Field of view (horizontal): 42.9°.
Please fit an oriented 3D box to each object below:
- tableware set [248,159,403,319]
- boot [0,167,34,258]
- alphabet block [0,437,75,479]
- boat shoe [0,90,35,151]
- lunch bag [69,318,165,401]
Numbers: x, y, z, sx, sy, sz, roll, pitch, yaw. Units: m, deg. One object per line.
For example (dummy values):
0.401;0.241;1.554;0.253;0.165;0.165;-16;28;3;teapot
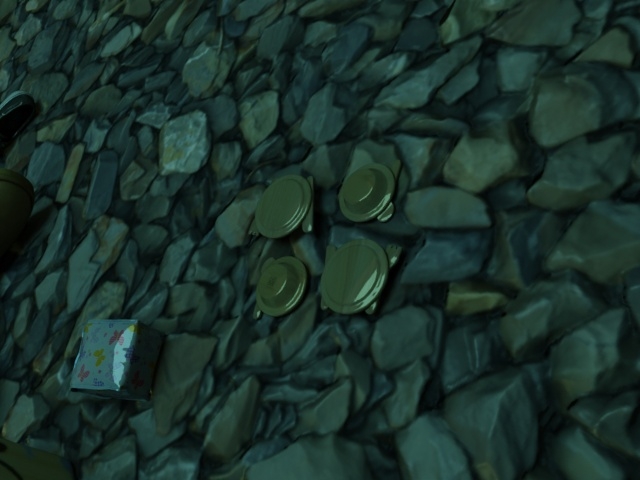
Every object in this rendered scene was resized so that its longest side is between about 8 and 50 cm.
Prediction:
0.000;0.000;0.692;0.168;0.020;0.141;-7;63;37;tableware set
-0.414;0.080;0.960;0.236;0.089;0.269;-44;42;30;boot
-0.329;0.284;0.676;0.193;0.197;0.192;-44;45;11;alphabet block
-0.461;-0.154;1.165;0.142;0.049;0.040;-49;44;3;boat shoe
-0.196;0.112;0.771;0.083;0.053;0.071;-3;65;29;lunch bag
